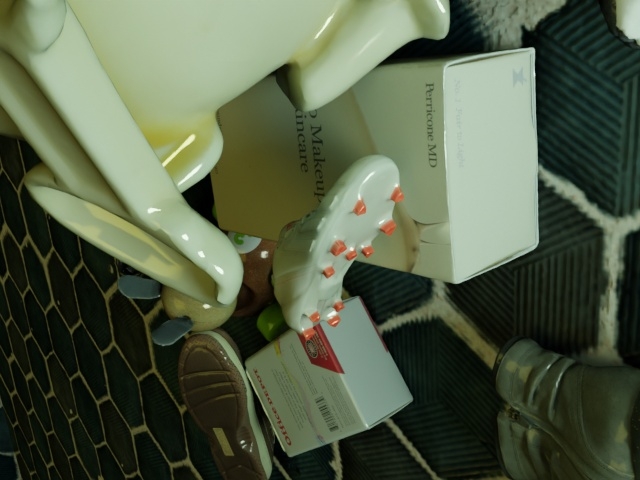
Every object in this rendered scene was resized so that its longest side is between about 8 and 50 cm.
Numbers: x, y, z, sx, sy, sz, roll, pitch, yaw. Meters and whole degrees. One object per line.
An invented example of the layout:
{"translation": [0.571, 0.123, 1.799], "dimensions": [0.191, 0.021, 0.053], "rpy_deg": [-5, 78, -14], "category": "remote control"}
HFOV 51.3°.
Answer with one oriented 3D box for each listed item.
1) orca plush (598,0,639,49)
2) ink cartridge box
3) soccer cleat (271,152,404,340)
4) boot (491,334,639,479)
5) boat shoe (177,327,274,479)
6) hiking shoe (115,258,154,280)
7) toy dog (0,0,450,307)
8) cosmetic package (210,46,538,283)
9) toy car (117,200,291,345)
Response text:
{"translation": [0.224, -0.229, 0.295], "dimensions": [0.102, 0.151, 0.287], "rpy_deg": [-99, 21, -43], "category": "orca plush"}
{"translation": [0.001, 0.156, 0.747], "dimensions": [0.175, 0.072, 0.128], "rpy_deg": [-40, 74, 50], "category": "ink cartridge box"}
{"translation": [0.000, 0.000, 0.511], "dimensions": [0.076, 0.068, 0.196], "rpy_deg": [53, 143, 25], "category": "soccer cleat"}
{"translation": [0.213, 0.200, 0.517], "dimensions": [0.161, 0.083, 0.247], "rpy_deg": [4, 101, 56], "category": "boot"}
{"translation": [-0.116, 0.207, 0.876], "dimensions": [0.095, 0.095, 0.258], "rpy_deg": [1, 121, 17], "category": "boat shoe"}
{"translation": [-0.211, 0.007, 0.861], "dimensions": [0.086, 0.114, 0.227], "rpy_deg": [47, 167, 18], "category": "hiking shoe"}
{"translation": [-0.087, -0.217, 0.456], "dimensions": [0.395, 0.408, 0.285], "rpy_deg": [18, 150, 37], "category": "toy dog"}
{"translation": [0.026, -0.076, 0.589], "dimensions": [0.309, 0.113, 0.160], "rpy_deg": [11, 113, 49], "category": "cosmetic package"}
{"translation": [-0.129, 0.048, 0.766], "dimensions": [0.155, 0.188, 0.149], "rpy_deg": [47, 136, 28], "category": "toy car"}
